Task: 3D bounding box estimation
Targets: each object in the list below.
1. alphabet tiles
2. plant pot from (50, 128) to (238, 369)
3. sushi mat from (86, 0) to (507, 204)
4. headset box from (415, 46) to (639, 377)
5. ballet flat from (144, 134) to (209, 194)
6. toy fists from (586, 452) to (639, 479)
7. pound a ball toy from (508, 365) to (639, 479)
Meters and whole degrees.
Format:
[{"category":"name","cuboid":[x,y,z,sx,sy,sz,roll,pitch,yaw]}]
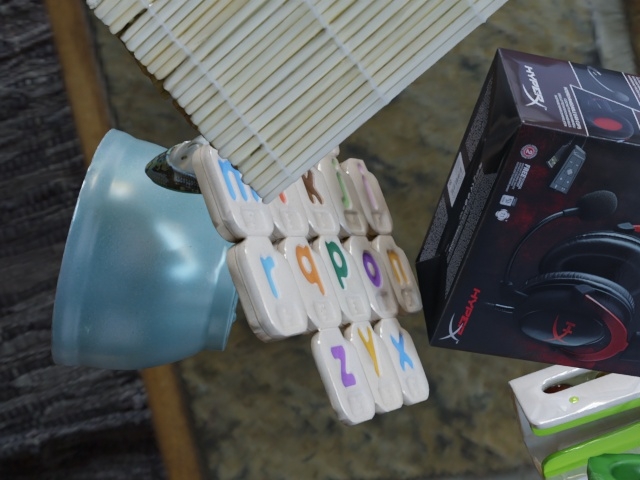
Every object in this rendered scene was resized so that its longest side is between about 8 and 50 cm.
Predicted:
[{"category":"alphabet tiles","cuboid":[0.000,0.000,0.917,0.021,0.284,0.278,-24,81,23]},{"category":"plant pot","cuboid":[-0.189,0.030,1.474,0.196,0.293,0.293,14,104,-2]},{"category":"sushi mat","cuboid":[0.035,-0.167,0.611,0.316,0.019,0.151,-39,104,17]},{"category":"headset box","cuboid":[0.247,-0.008,0.944,0.293,0.110,0.218,10,128,-11]},{"category":"ballet flat","cuboid":[-0.095,-0.076,1.217,0.188,0.070,0.070,13,103,21]},{"category":"toy fists","cuboid":[0.214,0.178,0.552,0.279,0.096,0.142,8,98,-21]},{"category":"pound a ball toy","cuboid":[0.378,0.237,1.590,0.319,0.136,0.208,-19,123,1]}]
